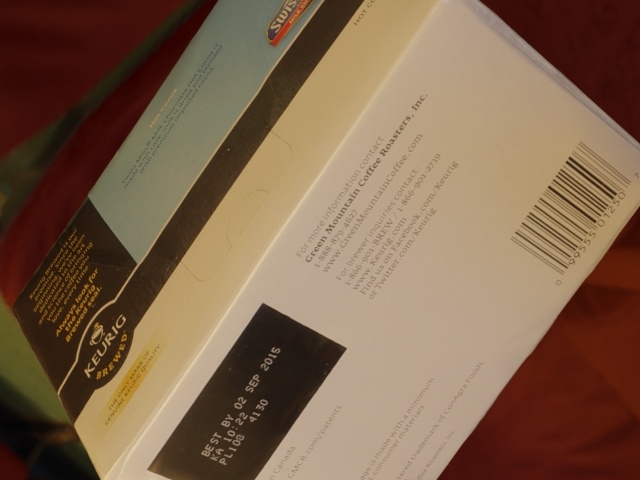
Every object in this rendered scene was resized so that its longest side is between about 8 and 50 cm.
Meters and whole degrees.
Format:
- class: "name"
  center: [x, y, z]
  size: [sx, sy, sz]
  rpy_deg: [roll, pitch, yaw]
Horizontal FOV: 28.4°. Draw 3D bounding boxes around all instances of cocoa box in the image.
- class: "cocoa box"
  center: [0.000, 0.000, 0.849]
  size: [0.231, 0.347, 0.228]
  rpy_deg: [31, -173, -36]
